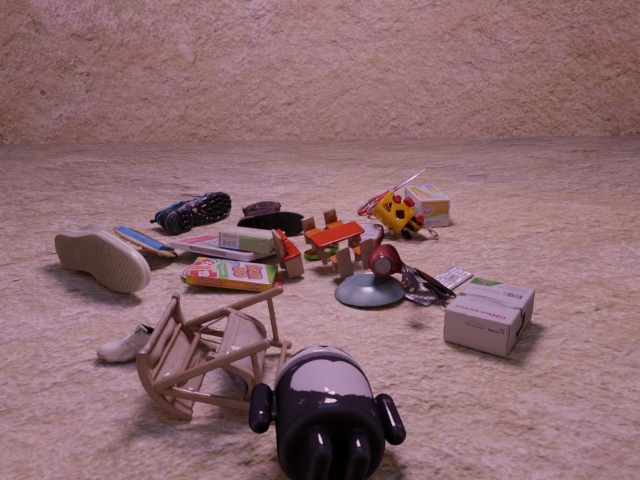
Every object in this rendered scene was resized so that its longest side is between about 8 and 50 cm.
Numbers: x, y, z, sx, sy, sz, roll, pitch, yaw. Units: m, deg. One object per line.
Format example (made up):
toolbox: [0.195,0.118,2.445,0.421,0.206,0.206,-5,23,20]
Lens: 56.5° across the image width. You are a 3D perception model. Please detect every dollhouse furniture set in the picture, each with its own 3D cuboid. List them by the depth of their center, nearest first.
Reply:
dollhouse furniture set: [0.000,0.000,1.725,0.259,0.135,0.262,-20,29,-16]

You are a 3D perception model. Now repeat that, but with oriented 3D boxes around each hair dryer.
hair dryer: [0.223,0.091,1.574,0.223,0.080,0.293,26,17,-37]

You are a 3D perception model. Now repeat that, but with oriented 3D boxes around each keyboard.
keyboard: [0.328,0.121,1.631,0.072,0.014,0.256,16,27,38]

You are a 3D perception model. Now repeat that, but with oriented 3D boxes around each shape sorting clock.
shape sorting clock: [-0.540,0.008,1.839,0.206,0.040,0.206,26,-4,2]

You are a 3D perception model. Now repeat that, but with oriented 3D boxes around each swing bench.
swing bench: [-0.201,0.220,1.196,0.254,0.165,0.253,-5,21,5]

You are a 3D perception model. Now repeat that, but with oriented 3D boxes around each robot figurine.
robot figurine: [0.010,0.288,0.973,0.173,0.209,0.278,-41,20,9]

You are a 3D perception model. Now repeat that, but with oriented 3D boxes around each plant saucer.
plant saucer: [0.132,0.120,1.594,0.194,0.038,0.195,-5,18,2]

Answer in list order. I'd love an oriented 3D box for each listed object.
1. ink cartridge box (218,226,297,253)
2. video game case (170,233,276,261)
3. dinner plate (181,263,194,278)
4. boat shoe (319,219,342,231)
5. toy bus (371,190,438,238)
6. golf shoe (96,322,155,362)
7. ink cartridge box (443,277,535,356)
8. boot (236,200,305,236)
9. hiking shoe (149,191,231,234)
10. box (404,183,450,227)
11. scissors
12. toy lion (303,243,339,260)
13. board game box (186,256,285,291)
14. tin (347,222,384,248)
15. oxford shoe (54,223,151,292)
ink cartridge box: [-0.188,-0.010,1.853,0.171,0.056,0.235,7,12,17]
video game case: [-0.293,0.020,1.862,0.285,0.025,0.204,9,10,25]
dinner plate: [-0.332,0.094,1.735,0.141,0.017,0.141,-1,20,0]
boat shoe: [0.020,-0.030,2.000,0.153,0.048,0.056,-19,27,-39]
toy bus: [0.263,-0.065,1.986,0.104,0.191,0.202,-46,40,-10]
golf shoe: [-0.406,0.218,1.314,0.176,0.086,0.069,-5,23,-7]
ink cartridge box: [0.393,0.173,1.385,0.153,0.087,0.208,13,24,31]
boot: [-0.170,-0.093,2.121,0.262,0.091,0.229,-1,21,6]
hiking shoe: [-0.461,-0.118,2.169,0.132,0.113,0.304,17,27,38]
box: [0.383,-0.127,2.162,0.114,0.103,0.203,-4,21,-8]
scissors: [0.263,-0.189,2.241,0.297,0.021,0.109,-41,23,-11]
toy lion: [0.000,0.036,1.859,0.096,0.034,0.100,2,19,29]
board game box: [-0.233,0.097,1.669,0.259,0.039,0.124,9,22,1]
tin: [0.151,-0.016,1.977,0.106,0.040,0.190,0,20,15]
oxford shoe: [-0.607,0.037,1.707,0.449,0.169,0.130,11,21,42]
